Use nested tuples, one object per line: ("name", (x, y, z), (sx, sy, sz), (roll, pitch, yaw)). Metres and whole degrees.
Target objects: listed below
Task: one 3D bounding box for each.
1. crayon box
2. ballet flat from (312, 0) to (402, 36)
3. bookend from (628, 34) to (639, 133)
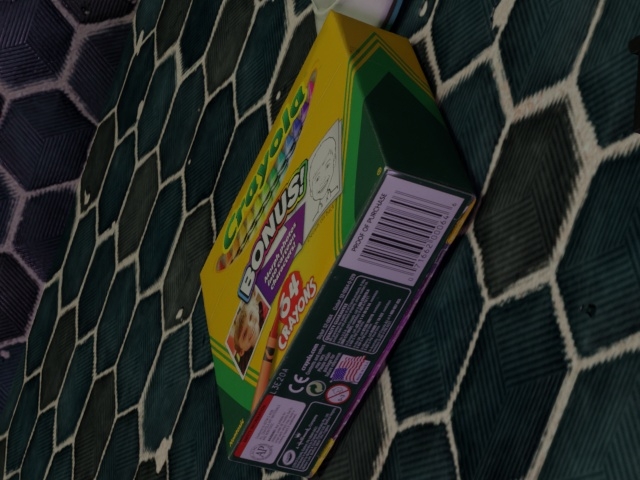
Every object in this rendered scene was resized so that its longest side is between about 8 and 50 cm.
("crayon box", (0.000, 0.000, 1.648), (0.363, 0.106, 0.313), (-62, 25, 27))
("ballet flat", (0.057, -0.356, 1.731), (0.400, 0.139, 0.139), (-61, 25, 29))
("bookend", (0.276, -0.082, 1.091), (0.156, 0.072, 0.157), (-31, 48, 61))
